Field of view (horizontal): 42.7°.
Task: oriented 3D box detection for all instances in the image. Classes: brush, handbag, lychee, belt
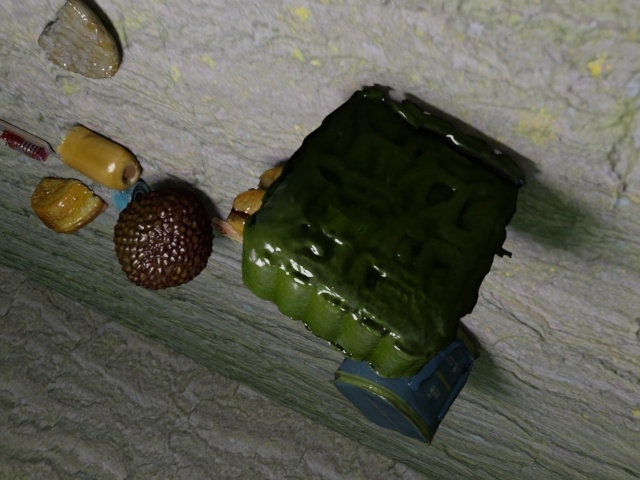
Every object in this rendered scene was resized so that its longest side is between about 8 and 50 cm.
[{"bbox_3d":[-0.833,-0.285,2.118,0.321,0.050,0.060,26,163,12],"label":"brush"},{"bbox_3d":[0.187,0.273,1.762,0.222,0.241,0.263,12,154,43],"label":"handbag"},{"bbox_3d":[-0.352,-0.008,1.852,0.235,0.236,0.271,30,149,-1],"label":"lychee"},{"bbox_3d":[-0.432,-0.057,2.056,0.072,0.087,0.302,9,154,18],"label":"belt"}]

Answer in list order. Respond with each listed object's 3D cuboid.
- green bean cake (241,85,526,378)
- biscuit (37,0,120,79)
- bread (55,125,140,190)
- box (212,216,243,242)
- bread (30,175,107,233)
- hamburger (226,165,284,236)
[{"bbox_3d":[0.087,-0.008,1.144,0.335,0.319,0.218,27,158,5],"label":"green bean cake"},{"bbox_3d":[-0.416,-0.342,1.441,0.141,0.038,0.289,38,159,-22],"label":"biscuit"},{"bbox_3d":[-0.502,-0.178,1.862,0.173,0.085,0.134,26,159,12],"label":"bread"},{"bbox_3d":[-0.210,-0.022,1.933,0.093,0.015,0.058,23,160,15],"label":"box"},{"bbox_3d":[-0.723,-0.097,2.288,0.229,0.139,0.143,6,141,45],"label":"bread"},{"bbox_3d":[-0.006,-0.004,1.477,0.284,0.174,0.304,17,156,36],"label":"hamburger"}]
